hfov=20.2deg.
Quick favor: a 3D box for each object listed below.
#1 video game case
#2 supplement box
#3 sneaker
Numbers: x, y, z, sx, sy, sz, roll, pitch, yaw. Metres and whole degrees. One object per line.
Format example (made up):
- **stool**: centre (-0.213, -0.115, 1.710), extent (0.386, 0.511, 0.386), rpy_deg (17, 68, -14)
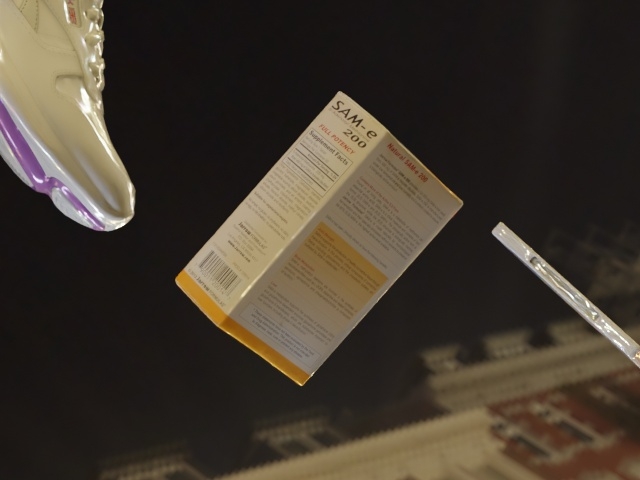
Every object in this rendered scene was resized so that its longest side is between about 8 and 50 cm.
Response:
- **video game case**: centre (0.166, 0.038, 1.173), extent (0.011, 0.122, 0.087), rpy_deg (-48, -19, 4)
- **supplement box**: centre (0.000, 0.000, 0.697), extent (0.098, 0.036, 0.062), rpy_deg (-48, -43, 1)
- **sneaker**: centre (-0.183, -0.155, 1.203), extent (0.152, 0.305, 0.114), rpy_deg (-27, -2, -14)
